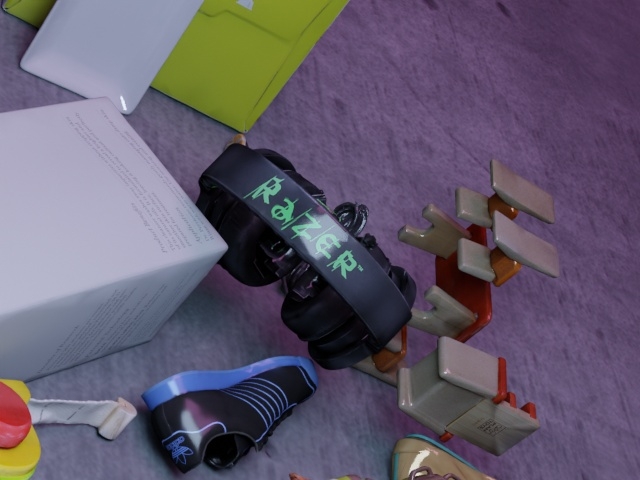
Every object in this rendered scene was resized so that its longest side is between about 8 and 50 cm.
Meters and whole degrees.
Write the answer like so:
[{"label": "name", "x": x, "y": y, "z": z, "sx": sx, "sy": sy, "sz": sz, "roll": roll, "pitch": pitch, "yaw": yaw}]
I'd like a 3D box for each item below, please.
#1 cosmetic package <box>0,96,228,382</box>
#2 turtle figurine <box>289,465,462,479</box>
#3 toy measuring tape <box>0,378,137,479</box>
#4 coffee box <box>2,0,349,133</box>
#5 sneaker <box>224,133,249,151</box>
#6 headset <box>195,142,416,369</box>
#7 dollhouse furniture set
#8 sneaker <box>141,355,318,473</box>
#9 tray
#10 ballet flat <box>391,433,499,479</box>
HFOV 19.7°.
[{"label": "cosmetic package", "x": -0.292, "y": 0.008, "z": 1.681, "sx": 0.217, "sy": 0.156, "sz": 0.385, "roll": 51, "pitch": 33, "yaw": 17}, {"label": "turtle figurine", "x": 0.119, "y": 0.268, "z": 1.772, "sx": 0.269, "sy": 0.087, "sz": 0.217, "roll": 29, "pitch": -10, "yaw": -32}, {"label": "toy measuring tape", "x": -0.254, "y": 0.178, "z": 1.560, "sx": 0.330, "sy": 0.121, "sz": 0.121, "roll": 12, "pitch": 41, "yaw": -55}, {"label": "coffee box", "x": -0.140, "y": -0.402, "z": 2.182, "sx": 0.338, "sy": 0.338, "sz": 0.334, "roll": 26, "pitch": 34, "yaw": -23}, {"label": "sneaker", "x": -0.089, "y": -0.087, "z": 2.149, "sx": 0.037, "sy": 0.032, "sz": 0.083, "roll": 35, "pitch": 34, "yaw": -38}, {"label": "headset", "x": 0.000, "y": 0.000, "z": 1.864, "sx": 0.243, "sy": 0.185, "sz": 0.394, "roll": 44, "pitch": -10, "yaw": 4}, {"label": "dollhouse furniture set", "x": 0.153, "y": 0.089, "z": 1.970, "sx": 0.135, "sy": 0.262, "sz": 0.259, "roll": 28, "pitch": 42, "yaw": -26}, {"label": "sneaker", "x": -0.076, "y": 0.172, "z": 1.795, "sx": 0.232, "sy": 0.081, "sz": 0.090, "roll": -5, "pitch": 67, "yaw": -50}, {"label": "tray", "x": -0.205, "y": -0.273, "z": 2.021, "sx": 0.145, "sy": 0.270, "sz": 0.030, "roll": 24, "pitch": 25, "yaw": -27}, {"label": "ballet flat", "x": 0.168, "y": 0.280, "z": 1.945, "sx": 0.232, "sy": 0.080, "sz": 0.073, "roll": 26, "pitch": 62, "yaw": -19}]
